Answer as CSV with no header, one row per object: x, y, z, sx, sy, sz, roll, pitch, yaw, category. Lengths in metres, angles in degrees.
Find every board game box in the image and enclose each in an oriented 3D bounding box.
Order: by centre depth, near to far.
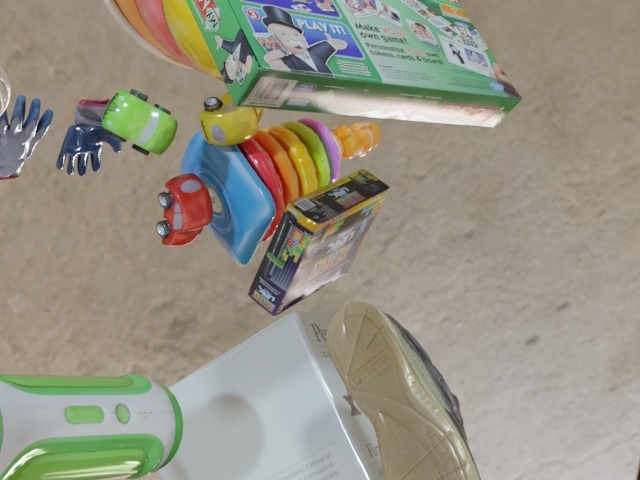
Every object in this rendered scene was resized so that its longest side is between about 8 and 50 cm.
0.022,-0.205,0.890,0.317,0.213,0.046,-1,144,-40,board game box
0.000,0.000,1.169,0.170,0.048,0.141,-29,149,-52,board game box

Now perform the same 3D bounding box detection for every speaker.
-0.285,0.206,1.061,0.131,0.131,0.296,-48,151,17,speaker

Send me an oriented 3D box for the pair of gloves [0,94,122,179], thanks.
-0.351,-0.134,1.277,0.198,0.023,0.159,-8,150,-29,pair of gloves

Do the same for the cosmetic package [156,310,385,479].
-0.011,0.357,1.500,0.327,0.394,0.329,-33,161,21,cosmetic package

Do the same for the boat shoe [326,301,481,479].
0.105,0.190,1.010,0.103,0.285,0.092,-41,157,28,boat shoe

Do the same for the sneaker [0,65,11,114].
-0.407,-0.241,1.055,0.108,0.169,0.292,-28,159,-13,sneaker

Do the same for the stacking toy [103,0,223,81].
-0.085,-0.283,1.113,0.350,0.480,0.351,-6,123,-10,stacking toy

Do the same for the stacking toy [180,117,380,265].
-0.031,-0.111,1.383,0.302,0.166,0.175,-27,163,-31,stacking toy

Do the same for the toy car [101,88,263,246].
-0.168,-0.112,1.172,0.225,0.053,0.239,27,91,-56,toy car

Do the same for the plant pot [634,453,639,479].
0.279,0.225,0.614,0.215,0.215,0.230,3,114,-26,plant pot
